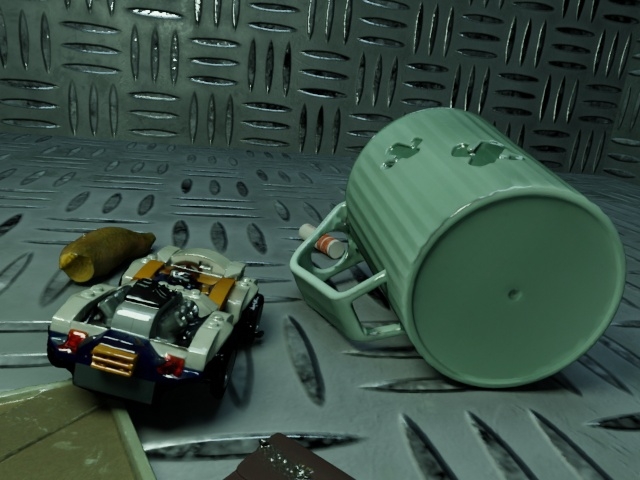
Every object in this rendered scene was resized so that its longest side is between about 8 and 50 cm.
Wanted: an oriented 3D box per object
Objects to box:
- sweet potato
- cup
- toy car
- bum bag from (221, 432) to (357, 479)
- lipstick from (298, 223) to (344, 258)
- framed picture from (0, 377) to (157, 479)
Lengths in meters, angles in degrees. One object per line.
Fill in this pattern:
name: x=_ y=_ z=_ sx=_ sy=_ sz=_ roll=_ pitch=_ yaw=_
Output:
sweet potato: x=-0.358 y=0.016 z=0.872 sx=0.077 sy=0.077 sz=0.243 roll=8 pitch=11 yaw=5
cup: x=0.178 y=0.020 z=0.770 sx=0.310 sy=0.401 sz=0.392 roll=37 pitch=16 yaw=-16
toy car: x=-0.168 y=0.086 z=0.597 sx=0.193 sy=0.118 sz=0.301 roll=14 pitch=9 yaw=2
bum bag: x=-0.048 y=0.212 z=0.402 sx=0.109 sy=0.026 sz=0.159 roll=16 pitch=21 yaw=35
lipstick: x=0.000 y=0.000 z=1.091 sx=0.038 sy=0.038 sz=0.131 roll=-4 pitch=20 yaw=-31
framed picture: x=-0.305 y=0.190 z=0.373 sx=0.335 sy=0.022 sz=0.247 roll=-5 pitch=17 yaw=-31
